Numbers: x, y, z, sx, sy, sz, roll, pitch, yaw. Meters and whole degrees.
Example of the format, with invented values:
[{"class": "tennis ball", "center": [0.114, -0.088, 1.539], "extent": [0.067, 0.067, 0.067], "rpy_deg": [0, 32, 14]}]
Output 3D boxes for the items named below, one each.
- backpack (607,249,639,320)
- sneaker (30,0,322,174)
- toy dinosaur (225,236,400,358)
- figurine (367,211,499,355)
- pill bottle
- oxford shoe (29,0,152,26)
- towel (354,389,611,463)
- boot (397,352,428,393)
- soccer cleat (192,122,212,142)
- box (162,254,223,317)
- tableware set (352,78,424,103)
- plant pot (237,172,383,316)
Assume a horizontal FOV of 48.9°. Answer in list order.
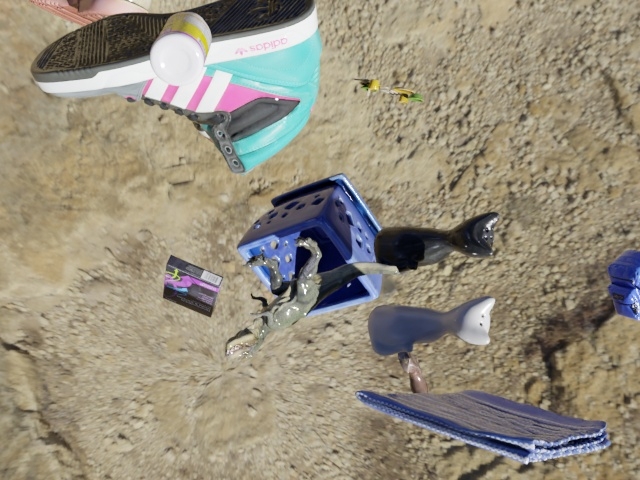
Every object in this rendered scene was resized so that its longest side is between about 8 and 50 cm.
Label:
[{"class": "backpack", "center": [0.604, 0.085, 1.339], "extent": [0.101, 0.098, 0.120], "rpy_deg": [-33, 110, -22]}, {"class": "sneaker", "center": [-0.133, -0.149, 0.743], "extent": [0.295, 0.179, 0.124], "rpy_deg": [-6, 45, 10]}, {"class": "toy dinosaur", "center": [-0.032, 0.060, 0.984], "extent": [0.268, 0.064, 0.118], "rpy_deg": [-29, 107, -4]}, {"class": "figurine", "center": [0.179, 0.068, 1.075], "extent": [0.092, 0.209, 0.215], "rpy_deg": [23, 64, -40]}, {"class": "pill bottle", "center": [-0.115, -0.164, 0.590], "extent": [0.043, 0.083, 0.044], "rpy_deg": [-1, 124, -1]}, {"class": "oxford shoe", "center": [-0.455, -0.504, 1.386], "extent": [0.396, 0.140, 0.147], "rpy_deg": [20, 95, 34]}, {"class": "towel", "center": [0.235, 0.239, 0.961], "extent": [0.243, 0.336, 0.040], "rpy_deg": [10, 85, 37]}, {"class": "boot", "center": [0.193, 0.282, 1.476], "extent": [0.037, 0.114, 0.107], "rpy_deg": [-21, 67, 8]}, {"class": "soccer cleat", "center": [-0.194, -0.245, 1.341], "extent": [0.108, 0.318, 0.116], "rpy_deg": [-45, 123, 5]}, {"class": "box", "center": [-0.267, 0.098, 1.459], "extent": [0.116, 0.162, 0.029], "rpy_deg": [23, 59, -1]}, {"class": "tableware set", "center": [0.146, -0.314, 1.493], "extent": [0.154, 0.104, 0.024], "rpy_deg": [7, 95, -48]}, {"class": "plant pot", "center": [0.000, 0.000, 1.511], "extent": [0.236, 0.235, 0.212], "rpy_deg": [53, 38, -27]}]
